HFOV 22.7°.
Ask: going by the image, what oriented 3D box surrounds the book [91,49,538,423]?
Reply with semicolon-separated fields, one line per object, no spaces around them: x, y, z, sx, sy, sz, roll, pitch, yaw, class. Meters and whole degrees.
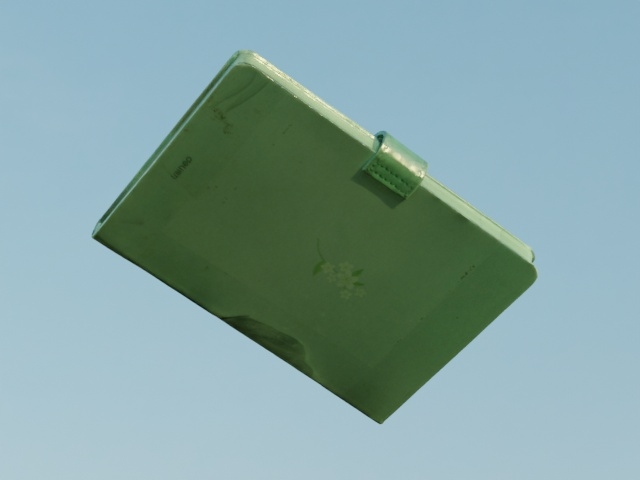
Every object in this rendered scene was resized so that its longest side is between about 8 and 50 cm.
0.000;0.000;0.579;0.135;0.017;0.103;34;-58;-14;book
